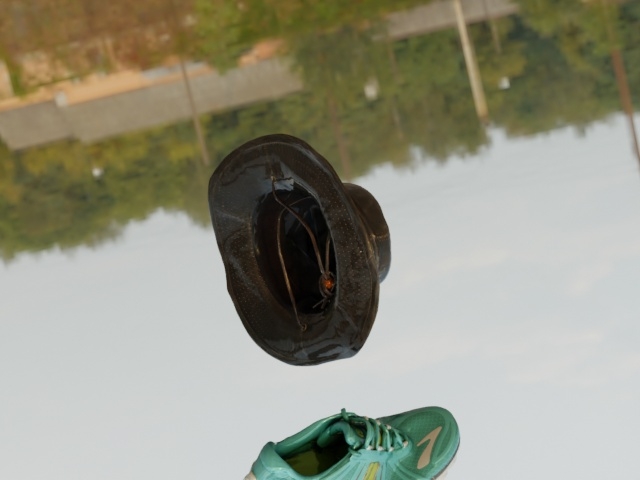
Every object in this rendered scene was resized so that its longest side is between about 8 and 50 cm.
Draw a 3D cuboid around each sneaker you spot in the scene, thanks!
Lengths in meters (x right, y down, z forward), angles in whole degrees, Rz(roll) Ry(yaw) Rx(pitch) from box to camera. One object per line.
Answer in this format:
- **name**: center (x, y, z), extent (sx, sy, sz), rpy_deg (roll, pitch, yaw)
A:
- **sneaker**: center (0.044, 0.236, 1.542), extent (0.275, 0.110, 0.107), rpy_deg (-14, -132, -30)

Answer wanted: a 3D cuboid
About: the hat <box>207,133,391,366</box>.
- **hat**: center (0.000, 0.000, 1.799), extent (0.134, 0.331, 0.331), rpy_deg (-20, -168, -36)
